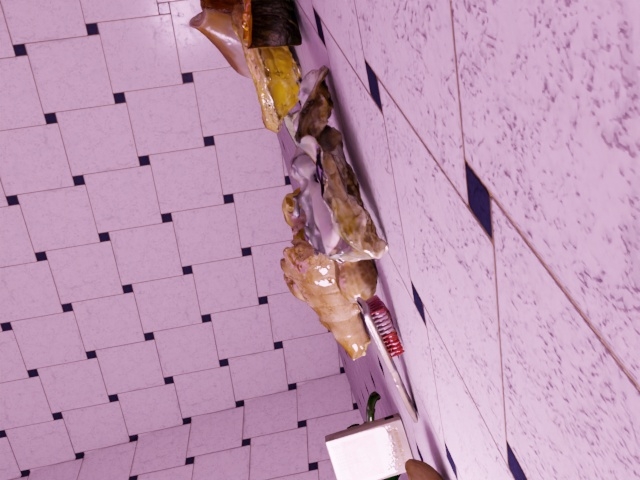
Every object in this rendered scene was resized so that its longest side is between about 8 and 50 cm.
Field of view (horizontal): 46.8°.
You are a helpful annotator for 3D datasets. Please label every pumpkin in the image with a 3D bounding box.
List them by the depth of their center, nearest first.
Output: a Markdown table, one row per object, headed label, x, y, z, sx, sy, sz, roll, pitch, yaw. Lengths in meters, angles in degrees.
| label | x | y | z | sx | sy | sz | roll | pitch | yaw |
| --- | --- | --- | --- | --- | --- | --- | --- | --- | --- |
| pumpkin | -0.093 | -0.455 | 1.410 | 0.278 | 0.111 | 0.163 | -112 | 21 | -68 |

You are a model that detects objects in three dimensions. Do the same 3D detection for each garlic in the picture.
| label | x | y | z | sx | sy | sz | roll | pitch | yaw |
| --- | --- | --- | --- | --- | --- | --- | --- | --- | --- |
| garlic | -0.199 | -0.495 | 1.893 | 0.318 | 0.143 | 0.112 | 32 | -115 | -49 |

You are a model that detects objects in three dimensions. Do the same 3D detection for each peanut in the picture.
| label | x | y | z | sx | sy | sz | roll | pitch | yaw |
| --- | --- | --- | --- | --- | --- | --- | --- | --- | --- |
| peanut | 0.059 | 0.029 | 1.435 | 0.089 | 0.089 | 0.192 | 176 | 81 | -87 |

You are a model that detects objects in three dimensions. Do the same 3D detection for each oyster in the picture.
| label | x | y | z | sx | sy | sz | roll | pitch | yaw |
| --- | --- | --- | --- | --- | --- | --- | --- | --- | --- |
| oyster | 0.015 | -0.108 | 1.241 | 0.238 | 0.115 | 0.351 | 95 | 154 | -59 |

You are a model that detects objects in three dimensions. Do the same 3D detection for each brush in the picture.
| label | x | y | z | sx | sy | sz | roll | pitch | yaw |
| --- | --- | --- | --- | --- | --- | --- | --- | --- | --- |
| brush | 0.143 | 0.227 | 1.408 | 0.060 | 0.050 | 0.321 | -117 | 2 | -55 |

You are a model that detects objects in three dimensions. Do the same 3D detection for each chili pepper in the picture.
| label | x | y | z | sx | sy | sz | roll | pitch | yaw |
| --- | --- | --- | --- | --- | --- | --- | --- | --- | --- |
| chili pepper | 0.146 | 0.571 | 2.111 | 0.174 | 0.165 | 0.261 | -31 | -74 | -81 |

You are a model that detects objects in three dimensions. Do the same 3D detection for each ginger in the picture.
| label | x | y | z | sx | sy | sz | roll | pitch | yaw |
| --- | --- | --- | --- | --- | --- | --- | --- | --- | --- |
| ginger | 0.000 | 0.161 | 1.969 | 0.166 | 0.236 | 0.375 | -53 | -41 | -57 |

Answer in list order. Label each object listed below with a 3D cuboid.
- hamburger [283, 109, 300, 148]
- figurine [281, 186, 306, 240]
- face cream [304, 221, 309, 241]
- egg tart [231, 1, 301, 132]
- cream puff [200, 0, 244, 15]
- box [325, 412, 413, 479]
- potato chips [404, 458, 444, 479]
| label | x | y | z | sx | sy | sz | roll | pitch | yaw |
| --- | --- | --- | --- | --- | --- | --- | --- | --- | --- |
| hamburger | -0.058 | -0.285 | 1.967 | 0.084 | 0.054 | 0.121 | 175 | 70 | -85 |
| figurine | -0.053 | -0.061 | 2.235 | 0.156 | 0.131 | 0.246 | 31 | -141 | -29 |
| face cream | 0.000 | 0.000 | 2.059 | 0.314 | 0.089 | 0.143 | 92 | -162 | -75 |
| egg tart | -0.114 | -0.403 | 1.710 | 0.315 | 0.120 | 0.315 | 163 | 90 | -88 |
| cream puff | -0.209 | -0.599 | 1.961 | 0.169 | 0.183 | 0.183 | 55 | -167 | -56 |
| box | 0.125 | 0.535 | 1.870 | 0.058 | 0.201 | 0.141 | -97 | -9 | -86 |
| potato chips | 0.217 | 0.491 | 1.342 | 0.208 | 0.062 | 0.195 | -115 | 3 | -59 |
